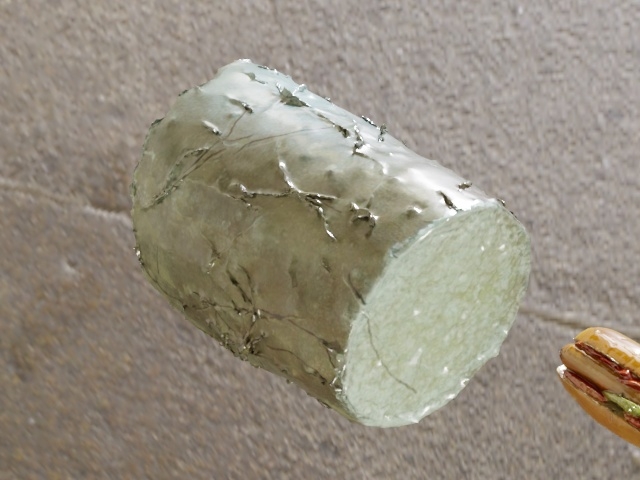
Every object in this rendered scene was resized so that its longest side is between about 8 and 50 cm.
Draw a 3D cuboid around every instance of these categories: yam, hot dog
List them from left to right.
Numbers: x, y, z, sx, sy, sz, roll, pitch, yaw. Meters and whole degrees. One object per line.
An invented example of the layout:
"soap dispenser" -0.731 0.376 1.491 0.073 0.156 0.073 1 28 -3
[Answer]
"yam" 0.000 0.000 1.231 0.241 0.241 0.348 -43 41 -14
"hot dog" 0.319 0.155 1.415 0.092 0.062 0.236 -57 37 -2
